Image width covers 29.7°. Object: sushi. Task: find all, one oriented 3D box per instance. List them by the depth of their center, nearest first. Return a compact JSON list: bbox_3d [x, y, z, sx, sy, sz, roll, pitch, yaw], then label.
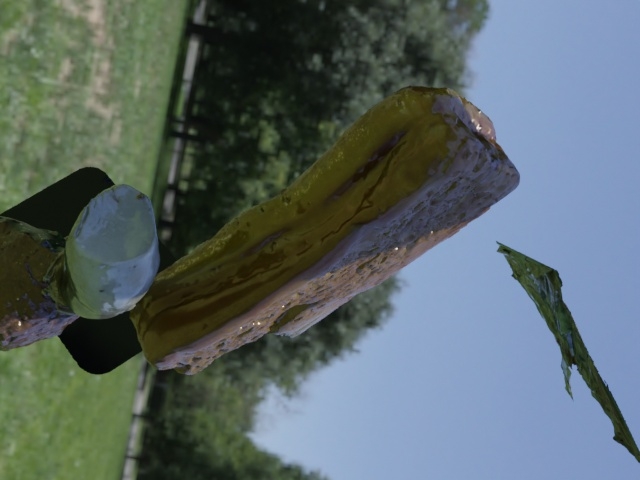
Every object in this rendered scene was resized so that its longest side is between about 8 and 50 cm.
[{"bbox_3d":[-0.321,0.035,1.266,0.140,0.287,0.149,-44,130,-20],"label":"sushi"}]

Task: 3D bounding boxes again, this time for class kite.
[{"bbox_3d":[0.325,0.136,1.615,0.406,0.014,0.368,61,-3,34],"label":"kite"}]

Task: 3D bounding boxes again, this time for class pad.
[{"bbox_3d":[-0.208,0.003,1.479,0.250,0.323,0.055,50,-39,20],"label":"pad"}]

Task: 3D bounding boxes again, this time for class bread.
[{"bbox_3d":[0.000,0.000,1.131,0.109,0.380,0.185,60,17,20],"label":"bread"}]

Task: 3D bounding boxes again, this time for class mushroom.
[{"bbox_3d":[-0.191,0.025,1.044,0.092,0.081,0.223,68,-22,9],"label":"mushroom"}]
